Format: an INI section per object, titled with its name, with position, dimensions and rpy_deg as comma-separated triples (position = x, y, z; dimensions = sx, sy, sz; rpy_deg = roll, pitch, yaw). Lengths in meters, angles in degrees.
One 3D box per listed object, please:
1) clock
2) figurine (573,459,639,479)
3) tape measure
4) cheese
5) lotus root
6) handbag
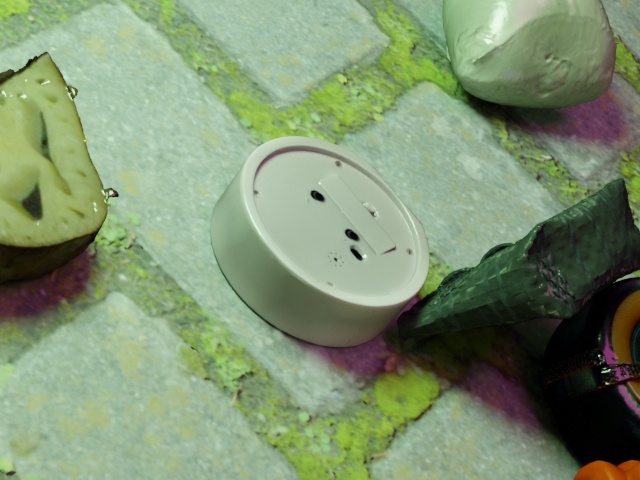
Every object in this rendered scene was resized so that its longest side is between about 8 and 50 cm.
[clock]
position = 0.000, 0.000, 1.729
dimensions = 0.197, 0.068, 0.197
rpy_deg = 22, 42, -21
[figurine]
position = 0.344, 0.329, 1.474
dimensions = 0.241, 0.412, 0.306
rpy_deg = 20, 80, -61
[tape measure]
position = 0.316, 0.138, 1.794
dimensions = 0.223, 0.135, 0.202
rpy_deg = 14, 55, -25
[cheese]
position = 0.221, -0.244, 2.074
dimensions = 0.198, 0.154, 0.189
rpy_deg = 7, 43, -32
[lotus root]
position = -0.259, -0.049, 1.571
dimensions = 0.170, 0.074, 0.261
rpy_deg = 44, 38, 6
[handbag]
position = 0.196, 0.026, 1.783
dimensions = 0.270, 0.175, 0.088
rpy_deg = -27, 95, -51
